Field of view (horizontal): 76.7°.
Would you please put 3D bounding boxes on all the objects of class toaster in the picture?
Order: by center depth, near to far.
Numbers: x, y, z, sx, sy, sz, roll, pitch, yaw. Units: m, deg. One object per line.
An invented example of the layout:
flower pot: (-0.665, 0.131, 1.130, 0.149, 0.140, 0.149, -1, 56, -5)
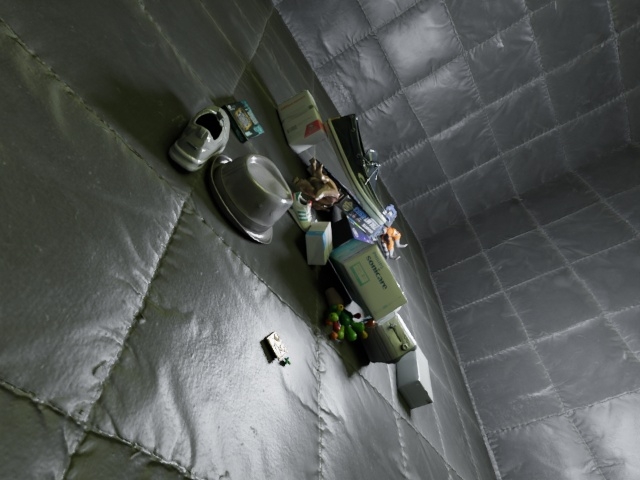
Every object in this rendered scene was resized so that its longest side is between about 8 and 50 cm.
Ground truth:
toaster: (0.210, 0.323, 1.361, 0.146, 0.129, 0.227, 64, -22, 5)

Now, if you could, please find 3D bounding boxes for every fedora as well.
fedora: (-0.161, -0.127, 1.056, 0.275, 0.124, 0.244, 41, 29, -48)

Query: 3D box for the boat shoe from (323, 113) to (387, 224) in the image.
boat shoe: (0.173, -0.303, 1.662, 0.187, 0.156, 0.500, 29, 38, -75)

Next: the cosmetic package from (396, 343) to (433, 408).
cosmetic package: (0.374, 0.537, 1.625, 0.127, 0.107, 0.238, 58, 22, -15)

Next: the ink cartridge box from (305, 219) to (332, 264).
ink cartridge box: (0.000, 0.000, 1.354, 0.180, 0.060, 0.104, -62, 149, -67)

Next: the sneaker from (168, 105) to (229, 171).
sneaker: (-0.257, -0.264, 0.966, 0.105, 0.115, 0.281, 37, 28, -24)

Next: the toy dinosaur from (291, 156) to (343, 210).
toy dinosaur: (0.011, -0.170, 1.428, 0.200, 0.127, 0.296, 48, 1, -22)

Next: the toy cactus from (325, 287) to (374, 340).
toy cactus: (0.071, 0.225, 1.263, 0.219, 0.112, 0.181, 18, 37, -53)

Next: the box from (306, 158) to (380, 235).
box: (0.100, -0.185, 1.749, 0.295, 0.073, 0.293, 34, 17, -47)

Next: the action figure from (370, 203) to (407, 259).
action figure: (0.331, -0.037, 2.279, 0.330, 0.178, 0.341, 55, 47, -5)

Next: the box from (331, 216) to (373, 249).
box: (0.148, 0.037, 1.697, 0.261, 0.103, 0.184, 32, 33, -57)

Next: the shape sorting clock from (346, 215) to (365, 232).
shape sorting clock: (0.178, -0.046, 1.971, 0.206, 0.040, 0.206, 52, 25, -36)

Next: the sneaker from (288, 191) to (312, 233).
sneaker: (-0.053, -0.095, 1.371, 0.161, 0.075, 0.057, 54, 21, -23)

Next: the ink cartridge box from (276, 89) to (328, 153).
ink cartridge box: (-0.079, -0.505, 1.720, 0.092, 0.158, 0.218, 34, 34, -63)

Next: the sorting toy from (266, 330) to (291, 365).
sorting toy: (-0.093, 0.249, 0.907, 0.083, 0.012, 0.062, 61, 14, 3)

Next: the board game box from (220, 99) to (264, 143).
board game box: (-0.251, -0.390, 1.320, 0.126, 0.026, 0.186, 58, 19, -15)

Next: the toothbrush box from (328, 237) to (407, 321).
toothbrush box: (0.146, 0.120, 1.370, 0.216, 0.126, 0.295, 60, -7, -10)

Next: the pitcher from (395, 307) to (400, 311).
pitcher: (0.249, 0.236, 1.691, 0.178, 0.125, 0.207, 52, 27, 15)
